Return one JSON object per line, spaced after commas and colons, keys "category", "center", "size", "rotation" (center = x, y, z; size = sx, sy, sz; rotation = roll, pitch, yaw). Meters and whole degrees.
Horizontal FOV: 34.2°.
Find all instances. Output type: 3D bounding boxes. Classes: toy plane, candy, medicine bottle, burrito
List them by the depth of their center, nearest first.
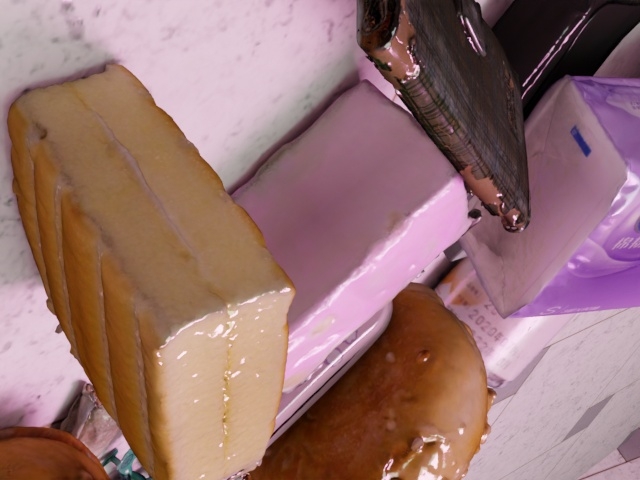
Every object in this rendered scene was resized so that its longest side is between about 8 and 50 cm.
{"category": "candy", "center": [0.000, 0.000, 0.946], "size": [0.265, 0.155, 0.116], "rotation": [-43, 156, 0]}
{"category": "burrito", "center": [-0.240, 0.201, 1.036], "size": [0.055, 0.041, 0.149], "rotation": [9, 124, -42]}
{"category": "toy plane", "center": [-0.215, 0.291, 1.189], "size": [0.096, 0.060, 0.235], "rotation": [-40, 158, -25]}
{"category": "medicine bottle", "center": [0.273, 0.051, 1.397], "size": [0.273, 0.165, 0.165], "rotation": [-50, 153, 11]}

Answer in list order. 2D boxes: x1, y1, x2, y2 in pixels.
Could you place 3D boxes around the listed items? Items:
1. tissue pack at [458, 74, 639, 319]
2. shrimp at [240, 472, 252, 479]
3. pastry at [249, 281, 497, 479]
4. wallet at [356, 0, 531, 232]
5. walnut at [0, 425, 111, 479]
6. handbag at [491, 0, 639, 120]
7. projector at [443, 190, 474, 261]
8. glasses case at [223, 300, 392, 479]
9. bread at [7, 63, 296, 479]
{"category": "tissue pack", "center": [0.353, -0.041, 1.111], "size": [0.338, 0.160, 0.242], "rotation": [-2, 143, -29]}
{"category": "shrimp", "center": [-0.086, 0.324, 1.416], "size": [0.150, 0.068, 0.248], "rotation": [-35, 159, -8]}
{"category": "pastry", "center": [0.064, 0.208, 1.192], "size": [0.315, 0.284, 0.184], "rotation": [-47, 129, 11]}
{"category": "wallet", "center": [0.107, -0.141, 0.833], "size": [0.044, 0.168, 0.317], "rotation": [-13, 151, 25]}
{"category": "walnut", "center": [-0.312, 0.315, 0.932], "size": [0.336, 0.209, 0.209], "rotation": [-50, 153, 11]}
{"category": "handbag", "center": [0.229, -0.184, 1.089], "size": [0.223, 0.080, 0.247], "rotation": [-20, 151, -53]}
{"category": "projector", "center": [0.217, -0.045, 1.263], "size": [0.115, 0.061, 0.147], "rotation": [-16, 156, -45]}
{"category": "glasses case", "center": [-0.049, 0.134, 1.124], "size": [0.297, 0.113, 0.075], "rotation": [-45, 156, 2]}
{"category": "bread", "center": [-0.124, 0.036, 0.740], "size": [0.111, 0.239, 0.246], "rotation": [-23, 147, -24]}
